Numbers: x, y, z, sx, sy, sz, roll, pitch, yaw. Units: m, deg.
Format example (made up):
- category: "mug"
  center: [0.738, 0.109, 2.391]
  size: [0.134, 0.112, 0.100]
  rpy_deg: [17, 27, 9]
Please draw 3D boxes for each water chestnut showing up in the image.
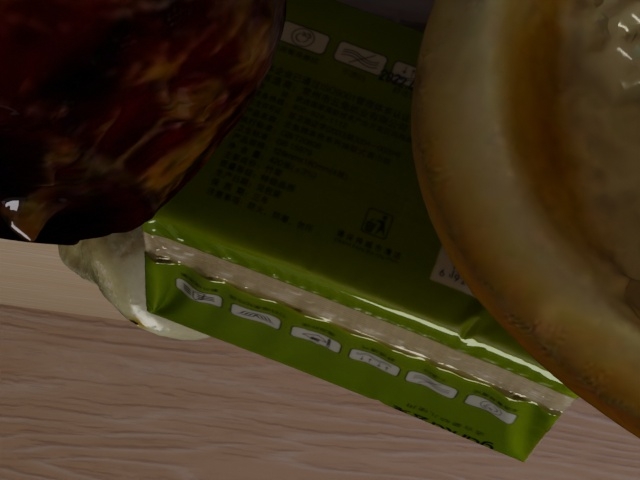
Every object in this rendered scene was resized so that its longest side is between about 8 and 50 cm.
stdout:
- category: "water chestnut"
  center: [-0.184, -0.088, 0.494]
  size: [0.350, 0.302, 0.350]
  rpy_deg: [10, 171, 2]

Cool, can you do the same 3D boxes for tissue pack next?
- category: "tissue pack"
  center: [0.049, -0.014, 0.777]
  size: [0.274, 0.200, 0.167]
  rpy_deg: [21, 153, 5]

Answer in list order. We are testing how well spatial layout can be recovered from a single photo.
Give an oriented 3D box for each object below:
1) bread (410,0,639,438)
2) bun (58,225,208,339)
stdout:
- category: "bread"
  center: [0.262, -0.056, 0.545]
  size: [0.424, 0.329, 0.245]
  rpy_deg: [12, -161, 22]
- category: "bun"
  center: [-0.182, 0.010, 1.325]
  size: [0.229, 0.145, 0.229]
  rpy_deg: [24, -175, -2]
